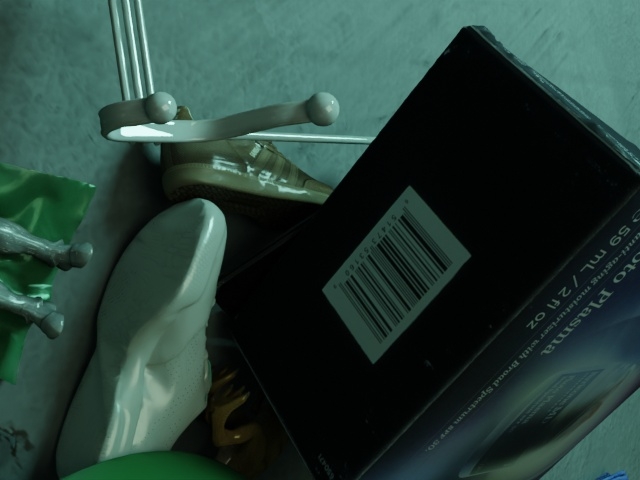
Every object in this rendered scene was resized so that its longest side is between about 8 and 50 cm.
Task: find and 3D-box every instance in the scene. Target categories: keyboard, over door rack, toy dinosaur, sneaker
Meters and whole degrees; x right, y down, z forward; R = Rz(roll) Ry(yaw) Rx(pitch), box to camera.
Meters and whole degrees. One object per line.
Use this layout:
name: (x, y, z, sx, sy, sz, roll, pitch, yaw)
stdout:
keyboard: (0.000, 0.000, 0.637, 0.192, 0.038, 0.100, -32, 143, -5)
over door rack: (-0.021, -0.184, 0.564, 0.324, 0.108, 0.239, -3, 82, -52)
toy dinosaur: (-0.062, 0.163, 0.603, 0.211, 0.064, 0.112, -40, 118, -37)
sneaker: (-0.106, 0.077, 0.558, 0.094, 0.080, 0.212, 28, 81, -45)
sneaker: (-0.045, -0.055, 0.619, 0.188, 0.066, 0.071, 14, 63, -52)

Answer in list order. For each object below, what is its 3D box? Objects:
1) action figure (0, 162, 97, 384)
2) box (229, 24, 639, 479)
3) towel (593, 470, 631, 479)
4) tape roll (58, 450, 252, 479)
action figure: (-0.244, -0.010, 0.429, 0.232, 0.063, 0.137, 26, 76, -38)
box: (0.148, 0.043, 0.620, 0.294, 0.182, 0.296, 15, 121, -47)
towel: (0.342, 0.488, 1.021, 0.243, 0.040, 0.335, -5, 94, -44)
tape roll: (-0.121, 0.300, 0.498, 0.321, 0.077, 0.321, -14, 110, -42)
